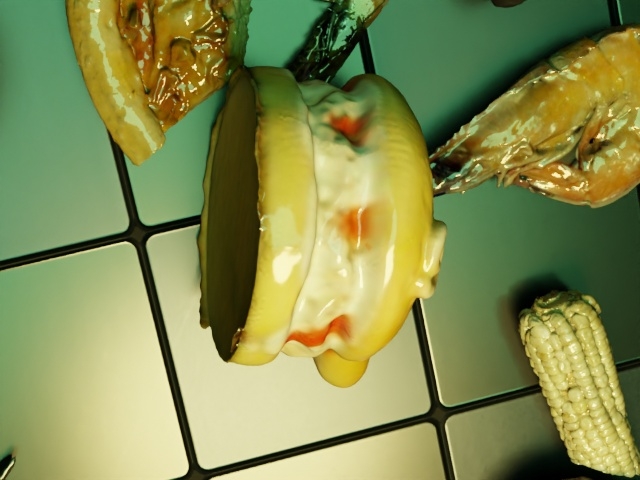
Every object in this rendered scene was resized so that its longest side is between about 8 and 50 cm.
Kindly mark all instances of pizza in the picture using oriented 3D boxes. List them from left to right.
[{"bbox_3d":[-0.134,-0.246,1.114,0.182,0.074,0.365,10,98,-1],"label":"pizza"}]

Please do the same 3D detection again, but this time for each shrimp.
[{"bbox_3d":[-0.023,-0.224,1.158,0.148,0.035,0.195,33,92,-13],"label":"shrimp"},{"bbox_3d":[0.224,-0.091,1.212,0.317,0.062,0.164,-28,106,-7],"label":"shrimp"}]

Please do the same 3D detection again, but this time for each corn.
[{"bbox_3d":[0.257,0.149,1.248,0.087,0.087,0.210,-19,106,-6],"label":"corn"}]

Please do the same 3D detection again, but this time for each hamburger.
[{"bbox_3d":[0.000,0.000,1.098,0.186,0.261,0.302,6,117,-15],"label":"hamburger"}]

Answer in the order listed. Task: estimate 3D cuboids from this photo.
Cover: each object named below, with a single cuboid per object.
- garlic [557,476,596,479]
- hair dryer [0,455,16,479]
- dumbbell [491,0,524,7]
[{"bbox_3d":[0.298,0.335,1.271,0.257,0.207,0.207,-11,104,-43],"label":"garlic"},{"bbox_3d":[-0.290,0.378,1.199,0.313,0.123,0.340,14,86,-23],"label":"hair dryer"},{"bbox_3d":[0.169,-0.335,1.113,0.152,0.152,0.218,-34,104,-3],"label":"dumbbell"}]
